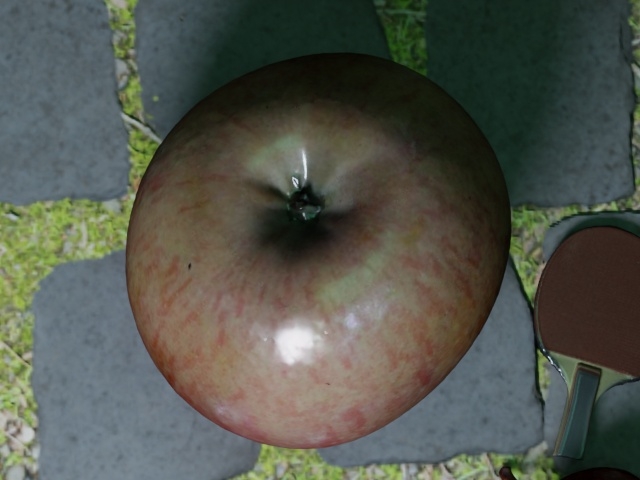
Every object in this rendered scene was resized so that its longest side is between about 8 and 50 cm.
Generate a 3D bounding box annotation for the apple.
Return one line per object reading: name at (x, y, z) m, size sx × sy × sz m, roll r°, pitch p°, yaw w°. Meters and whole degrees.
apple at (0.000, 0.000, 1.588) m, size 0.345 × 0.269 × 0.345 m, roll 1°, pitch 81°, yaw -9°

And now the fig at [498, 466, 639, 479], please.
fig at (0.236, 0.244, 1.672) m, size 0.128 × 0.128 × 0.150 m, roll -23°, pitch 81°, yaw -13°

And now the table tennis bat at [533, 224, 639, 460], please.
table tennis bat at (0.250, 0.093, 1.748) m, size 0.130 × 0.019 × 0.220 m, roll 17°, pitch 77°, yaw -8°
